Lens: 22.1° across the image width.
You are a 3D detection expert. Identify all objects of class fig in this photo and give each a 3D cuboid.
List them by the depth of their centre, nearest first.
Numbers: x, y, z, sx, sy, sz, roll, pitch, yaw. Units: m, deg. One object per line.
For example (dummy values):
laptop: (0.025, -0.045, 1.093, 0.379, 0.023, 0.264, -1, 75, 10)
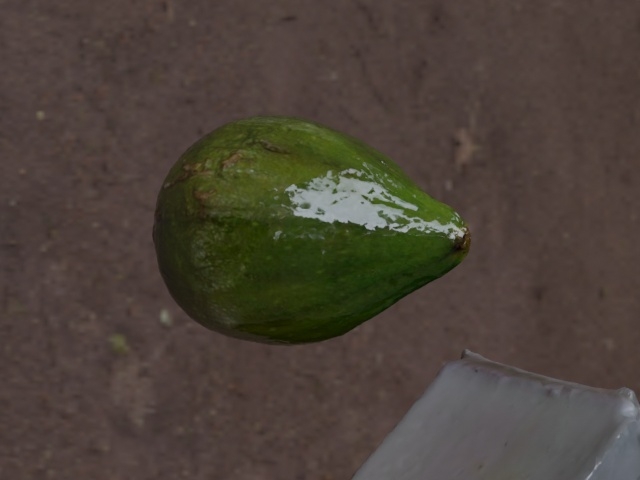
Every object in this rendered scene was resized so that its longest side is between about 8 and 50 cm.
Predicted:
fig: (0.000, 0.000, 0.839, 0.123, 0.156, 0.123, -27, 124, -50)

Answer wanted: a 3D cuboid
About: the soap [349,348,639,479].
soap: (0.093, 0.342, 1.122, 0.435, 0.213, 0.350, -48, 126, -17)
